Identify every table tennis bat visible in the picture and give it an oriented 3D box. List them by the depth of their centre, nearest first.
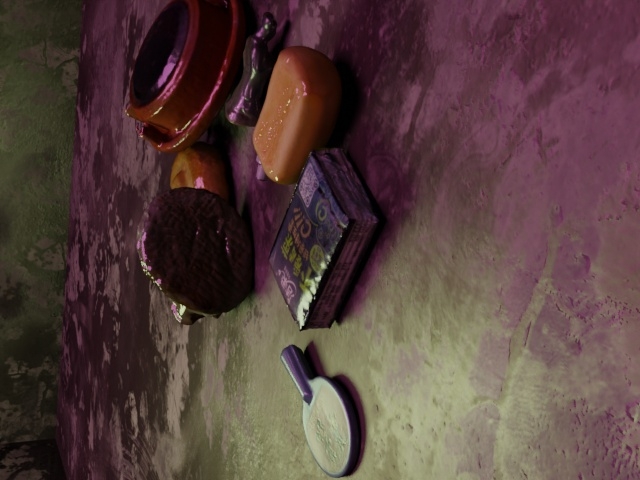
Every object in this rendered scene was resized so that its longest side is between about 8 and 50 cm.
[{"bbox_3d":[-0.004,0.264,1.262,0.244,0.040,0.153,57,139,40],"label":"table tennis bat"}]

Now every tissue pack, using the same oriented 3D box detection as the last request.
[{"bbox_3d":[0.000,0.000,1.211,0.173,0.073,0.235,63,143,42],"label":"tissue pack"}]

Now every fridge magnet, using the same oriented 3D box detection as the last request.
[{"bbox_3d":[-0.275,-0.356,1.627,0.364,0.155,0.363,-30,50,43],"label":"fridge magnet"}]

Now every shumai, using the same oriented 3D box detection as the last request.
[{"bbox_3d":[-0.264,0.033,1.584,0.204,0.222,0.271,164,95,-66],"label":"shumai"}]

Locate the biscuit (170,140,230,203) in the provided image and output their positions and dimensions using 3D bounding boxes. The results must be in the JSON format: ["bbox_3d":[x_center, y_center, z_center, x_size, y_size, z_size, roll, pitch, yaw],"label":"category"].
[{"bbox_3d":[-0.267,-0.101,1.712,0.213,0.091,0.274,118,144,-45],"label":"biscuit"}]

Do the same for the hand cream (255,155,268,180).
[{"bbox_3d":[-0.080,-0.210,1.418,0.052,0.038,0.216,32,115,31],"label":"hand cream"}]

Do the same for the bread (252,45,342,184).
[{"bbox_3d":[-0.031,-0.194,1.244,0.147,0.098,0.217,67,147,36],"label":"bread"}]

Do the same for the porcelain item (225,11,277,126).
[{"bbox_3d":[-0.120,-0.319,1.451,0.081,0.069,0.215,-105,28,-50],"label":"porcelain item"}]
